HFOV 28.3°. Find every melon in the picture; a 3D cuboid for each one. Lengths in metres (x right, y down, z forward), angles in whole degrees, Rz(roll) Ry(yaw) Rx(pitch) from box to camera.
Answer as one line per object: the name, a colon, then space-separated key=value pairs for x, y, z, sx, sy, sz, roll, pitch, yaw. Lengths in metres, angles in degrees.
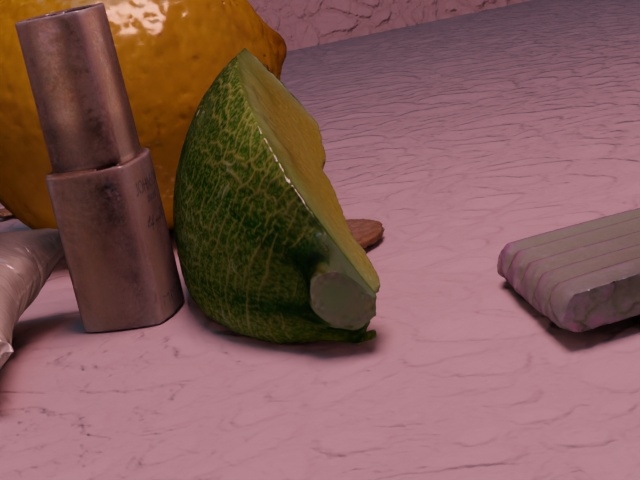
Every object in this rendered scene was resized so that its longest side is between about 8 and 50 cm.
melon: x=-0.043 y=-0.022 z=0.979 sx=0.124 sy=0.196 sz=0.323 roll=8 pitch=18 yaw=-15

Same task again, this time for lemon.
lemon: x=-0.204 y=-0.147 z=1.303 sx=0.336 sy=0.336 sz=0.336 roll=-10 pitch=14 yaw=2

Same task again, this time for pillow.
pillow: x=-0.273 y=0.054 z=0.974 sx=0.144 sy=0.078 sz=0.254 roll=-22 pitch=16 yaw=7

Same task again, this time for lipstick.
lipstick: x=-0.176 y=-0.057 z=1.012 sx=0.077 sy=0.253 sz=0.079 roll=-7 pitch=16 yaw=13

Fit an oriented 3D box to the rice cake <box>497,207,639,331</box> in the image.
rice cake: x=0.232 y=0.010 z=0.886 sx=0.198 sy=0.037 sz=0.189 roll=-13 pitch=11 yaw=-5

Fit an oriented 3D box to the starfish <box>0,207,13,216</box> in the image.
starfish: x=-0.377 y=-0.036 z=1.567 sx=0.092 sy=0.016 sz=0.086 roll=-13 pitch=12 yaw=-34

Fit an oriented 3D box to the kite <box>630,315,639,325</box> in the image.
kite: x=0.288 y=0.043 z=0.785 sx=0.198 sy=0.006 sz=0.244 roll=-1 pitch=17 yaw=35

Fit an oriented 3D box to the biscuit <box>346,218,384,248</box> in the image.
biscuit: x=0.000 y=0.000 z=1.146 sx=0.120 sy=0.015 sz=0.120 roll=-10 pitch=14 yaw=3
